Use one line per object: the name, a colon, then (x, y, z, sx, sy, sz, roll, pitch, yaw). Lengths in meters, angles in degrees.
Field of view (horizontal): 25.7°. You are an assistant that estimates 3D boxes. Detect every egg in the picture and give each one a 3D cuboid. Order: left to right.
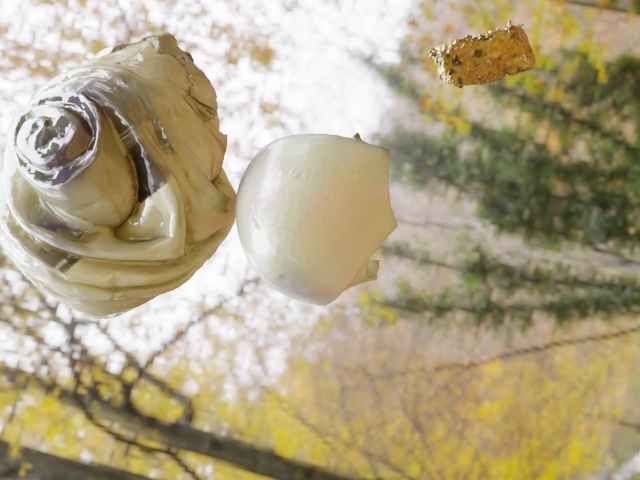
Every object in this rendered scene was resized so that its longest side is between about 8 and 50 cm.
egg: (-0.019, -0.002, 1.771, 0.271, 0.206, 0.161, 107, -179, -53)

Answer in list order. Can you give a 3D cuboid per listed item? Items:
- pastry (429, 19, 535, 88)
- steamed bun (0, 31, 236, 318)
pastry: (0.230, -0.259, 1.995, 0.056, 0.140, 0.080, -51, -59, -72)
steamed bun: (-0.290, -0.096, 1.832, 0.237, 0.347, 0.394, 20, -96, -72)
